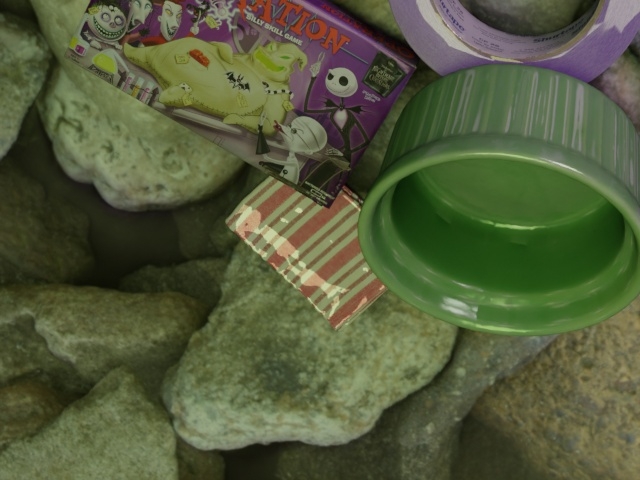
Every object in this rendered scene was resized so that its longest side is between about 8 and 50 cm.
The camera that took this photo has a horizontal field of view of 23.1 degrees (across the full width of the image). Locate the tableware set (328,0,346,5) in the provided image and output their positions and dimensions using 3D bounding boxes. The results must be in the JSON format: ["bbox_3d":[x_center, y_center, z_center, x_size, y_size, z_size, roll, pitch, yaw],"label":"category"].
[{"bbox_3d":[-0.080,-0.280,1.729,0.194,0.039,0.128,-21,107,23],"label":"tableware set"}]

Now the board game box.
[{"bbox_3d":[-0.089,-0.203,1.724,0.346,0.056,0.208,29,115,-3],"label":"board game box"}]

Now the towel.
[{"bbox_3d":[0.000,0.000,1.841,0.197,0.029,0.144,44,117,-6],"label":"towel"}]

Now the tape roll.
[{"bbox_3d":[0.208,-0.288,1.620,0.274,0.090,0.275,6,115,12],"label":"tape roll"}]

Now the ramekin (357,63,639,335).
[{"bbox_3d":[0.200,-0.045,1.644,0.303,0.148,0.303,9,143,7],"label":"ramekin"}]
